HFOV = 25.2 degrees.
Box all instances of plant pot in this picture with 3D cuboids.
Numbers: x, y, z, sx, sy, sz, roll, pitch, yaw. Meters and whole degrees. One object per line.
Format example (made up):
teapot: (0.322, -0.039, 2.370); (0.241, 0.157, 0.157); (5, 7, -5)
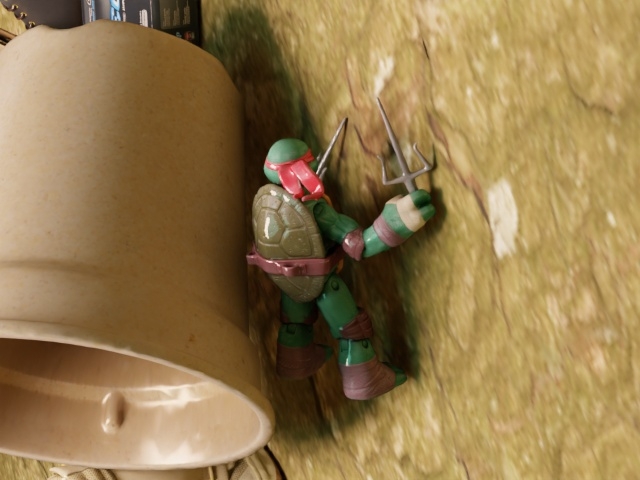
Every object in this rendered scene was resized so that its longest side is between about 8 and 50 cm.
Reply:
plant pot: (-0.188, -0.002, 1.194); (0.334, 0.333, 0.305); (140, 140, -58)

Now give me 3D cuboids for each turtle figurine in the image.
turtle figurine: (0.000, 0.000, 1.092); (0.175, 0.118, 0.234); (28, 129, 55)

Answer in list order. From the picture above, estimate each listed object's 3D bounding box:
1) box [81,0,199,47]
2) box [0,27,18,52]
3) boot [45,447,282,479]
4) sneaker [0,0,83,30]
box: (-0.177, -0.268, 1.361); (0.175, 0.051, 0.220); (26, 121, 55)
box: (-0.300, -0.142, 1.562); (0.164, 0.021, 0.201); (27, 151, 55)
boot: (-0.180, 0.207, 1.377); (0.262, 0.203, 0.095); (45, 136, 43)
sneaker: (-0.304, -0.241, 1.524); (0.083, 0.118, 0.222); (51, 140, 40)
